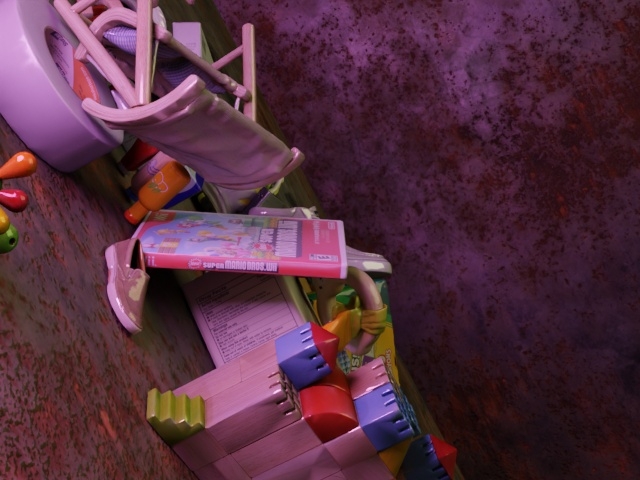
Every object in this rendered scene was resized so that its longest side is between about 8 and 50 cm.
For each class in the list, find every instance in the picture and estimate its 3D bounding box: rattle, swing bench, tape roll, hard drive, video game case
[{"bbox_3d":[-0.010,0.085,1.309,0.200,0.143,0.130,49,-31,26],"label":"rattle"},{"bbox_3d":[-0.179,-0.200,1.168,0.253,0.165,0.255,31,33,-58],"label":"swing bench"},{"bbox_3d":[-0.334,-0.196,1.117,0.219,0.072,0.219,61,8,-15],"label":"tape roll"},{"bbox_3d":[-0.129,-0.032,1.667,0.022,0.135,0.094,42,2,18],"label":"hard drive"},{"bbox_3d":[-0.108,0.002,1.240,0.204,0.285,0.025,-92,-175,-73],"label":"video game case"}]

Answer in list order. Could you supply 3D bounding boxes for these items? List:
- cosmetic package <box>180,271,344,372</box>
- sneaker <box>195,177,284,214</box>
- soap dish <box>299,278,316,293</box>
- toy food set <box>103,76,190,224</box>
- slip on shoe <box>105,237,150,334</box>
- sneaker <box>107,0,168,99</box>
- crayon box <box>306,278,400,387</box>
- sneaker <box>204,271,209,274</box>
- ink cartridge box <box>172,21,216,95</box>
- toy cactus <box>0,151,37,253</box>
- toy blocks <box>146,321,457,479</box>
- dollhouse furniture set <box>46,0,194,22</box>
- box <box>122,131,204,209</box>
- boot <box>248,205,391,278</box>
[{"bbox_3d":[-0.065,0.170,1.327,0.296,0.153,0.129,65,7,12],"label":"cosmetic package"},{"bbox_3d":[-0.135,-0.098,1.800,0.145,0.147,0.385,60,7,-4],"label":"sneaker"},{"bbox_3d":[-0.049,0.140,1.642,0.291,0.118,0.229,65,8,9],"label":"soap dish"},{"bbox_3d":[-0.277,-0.140,1.280,0.232,0.104,0.111,51,14,6],"label":"toy food set"},{"bbox_3d":[-0.225,0.051,1.084,0.051,0.041,0.135,55,11,-44],"label":"slip on shoe"},{"bbox_3d":[-0.321,-0.352,1.681,0.108,0.100,0.271,13,38,-53],"label":"sneaker"},{"bbox_3d":[0.041,0.213,1.481,0.165,0.081,0.278,-12,97,-40],"label":"crayon box"},{"bbox_3d":[-0.154,0.039,1.484,0.170,0.071,0.068,66,9,20],"label":"sneaker"},{"bbox_3d":[-0.251,-0.284,1.847,0.275,0.060,0.239,94,-6,-83],"label":"ink cartridge box"},{"bbox_3d":[-0.326,-0.092,0.771,0.219,0.112,0.180,46,5,-34],"label":"toy cactus"},{"bbox_3d":[0.006,0.250,1.096,0.381,0.261,0.191,57,9,-29],"label":"toy blocks"},{"bbox_3d":[-0.318,-0.361,1.244,0.259,0.262,0.135,110,-39,-52],"label":"dollhouse furniture set"},{"bbox_3d":[-0.250,-0.138,1.463,0.137,0.072,0.126,60,9,-19],"label":"box"},{"bbox_3d":[0.000,0.000,1.539,0.095,0.258,0.123,147,-56,-64],"label":"boot"}]
